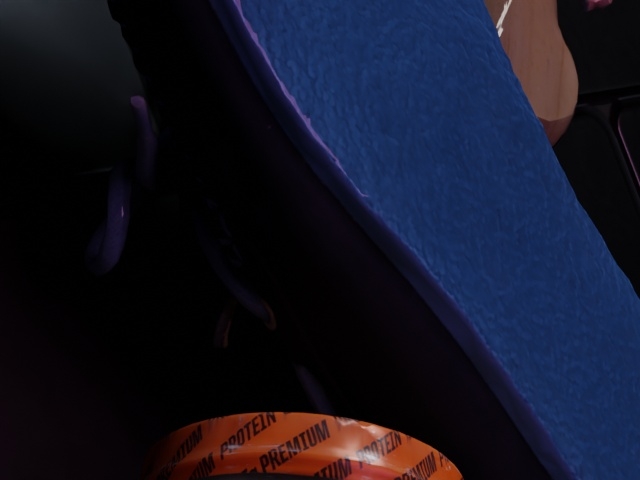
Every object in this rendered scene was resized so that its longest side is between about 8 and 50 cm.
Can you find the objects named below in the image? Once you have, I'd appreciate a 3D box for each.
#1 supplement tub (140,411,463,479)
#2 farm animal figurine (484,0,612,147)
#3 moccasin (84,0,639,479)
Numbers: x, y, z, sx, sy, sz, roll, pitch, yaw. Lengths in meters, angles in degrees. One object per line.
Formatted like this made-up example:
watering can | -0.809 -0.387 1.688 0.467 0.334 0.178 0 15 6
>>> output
supplement tub | -0.011 0.148 0.495 0.117 0.117 0.190 28 52 -35
farm animal figurine | 0.105 -0.210 0.725 0.172 0.330 0.327 16 31 -38
moccasin | 0.000 0.000 0.580 0.342 0.116 0.137 61 38 -10
